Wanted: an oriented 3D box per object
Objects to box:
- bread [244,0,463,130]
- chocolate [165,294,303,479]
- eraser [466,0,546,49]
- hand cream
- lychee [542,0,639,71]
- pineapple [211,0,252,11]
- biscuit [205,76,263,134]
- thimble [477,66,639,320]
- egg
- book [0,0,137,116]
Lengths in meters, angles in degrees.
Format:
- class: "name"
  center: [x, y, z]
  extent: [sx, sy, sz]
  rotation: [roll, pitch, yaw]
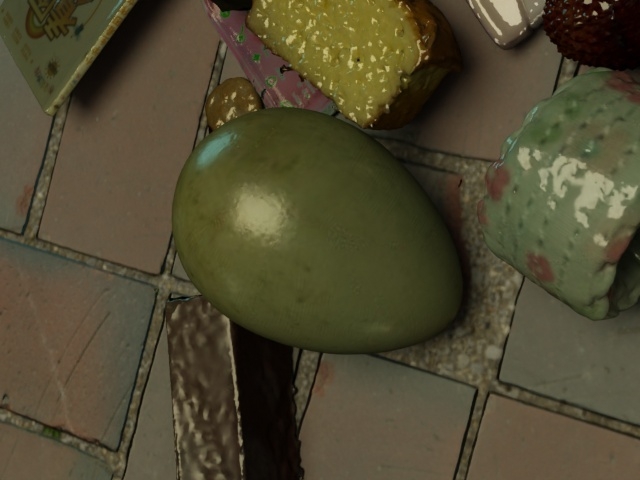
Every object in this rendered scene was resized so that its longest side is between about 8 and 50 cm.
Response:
- class: "bread"
  center: [0.041, -0.198, 1.527]
  extent: [0.229, 0.139, 0.143]
  rotation: [45, 107, 32]
- class: "chocolate"
  center: [-0.091, 0.195, 1.577]
  extent: [0.112, 0.112, 0.321]
  rotation: [-8, 80, 28]
- class: "eraser"
  center: [0.188, -0.337, 1.500]
  extent: [0.204, 0.059, 0.243]
  rotation: [-41, 69, 21]
- class: "hand cream"
  center: [-0.067, -0.231, 1.656]
  extent: [0.275, 0.050, 0.079]
  rotation: [56, 137, 18]
- class: "lychee"
  center: [0.263, -0.212, 1.407]
  extent: [0.129, 0.123, 0.123]
  rotation: [3, 86, 28]
- class: "pineapple"
  center: [-0.061, -0.334, 1.607]
  extent: [0.108, 0.108, 0.197]
  rotation: [20, 75, 31]
- class: "biscuit"
  center: [-0.084, -0.105, 1.661]
  extent: [0.071, 0.018, 0.147]
  rotation: [-23, 72, 24]
- class: "thimble"
  center: [0.251, -0.048, 1.365]
  extent: [0.149, 0.185, 0.211]
  rotation: [38, 75, 27]
- class: "egg"
  center: [0.000, 0.000, 1.477]
  extent: [0.295, 0.218, 0.218]
  rotation: [32, 103, 0]
- class: "book"
  center: [-0.256, -0.309, 1.755]
  extent: [0.295, 0.020, 0.208]
  rotation: [-51, 46, 16]
